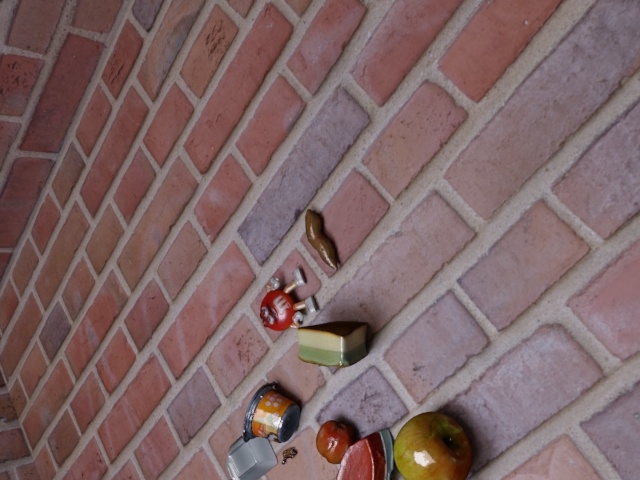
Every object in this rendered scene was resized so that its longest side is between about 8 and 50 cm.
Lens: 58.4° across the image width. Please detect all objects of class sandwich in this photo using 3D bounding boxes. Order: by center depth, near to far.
[{"bbox_3d":[0.066,0.288,1.609,0.220,0.186,0.108,-4,88,56],"label":"sandwich"}]

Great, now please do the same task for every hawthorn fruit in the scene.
[{"bbox_3d":[0.043,0.589,1.683,0.128,0.128,0.128,1,91,39],"label":"hawthorn fruit"}]

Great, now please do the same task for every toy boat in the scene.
[{"bbox_3d":[0.130,0.691,1.612,0.145,0.133,0.332,15,90,43],"label":"toy boat"}]

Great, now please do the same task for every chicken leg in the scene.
[{"bbox_3d":[-0.107,0.698,1.863,0.083,0.021,0.036,-45,73,31],"label":"chicken leg"}]

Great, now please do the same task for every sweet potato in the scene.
[{"bbox_3d":[-0.003,0.001,1.746,0.065,0.051,0.218,-36,68,31],"label":"sweet potato"}]

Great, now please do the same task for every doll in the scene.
[{"bbox_3d":[-0.123,0.205,1.830,0.217,0.085,0.183,-34,71,25],"label":"doll"}]

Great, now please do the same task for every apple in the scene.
[{"bbox_3d":[0.277,0.532,1.437,0.196,0.196,0.196,1,91,39],"label":"apple"}]

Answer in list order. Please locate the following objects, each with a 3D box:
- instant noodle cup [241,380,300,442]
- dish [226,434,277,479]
[{"bbox_3d":[-0.143,0.559,1.811,0.125,0.177,0.208,15,69,23],"label":"instant noodle cup"},{"bbox_3d":[-0.260,0.750,1.964,0.234,0.064,0.154,-47,63,31],"label":"dish"}]
